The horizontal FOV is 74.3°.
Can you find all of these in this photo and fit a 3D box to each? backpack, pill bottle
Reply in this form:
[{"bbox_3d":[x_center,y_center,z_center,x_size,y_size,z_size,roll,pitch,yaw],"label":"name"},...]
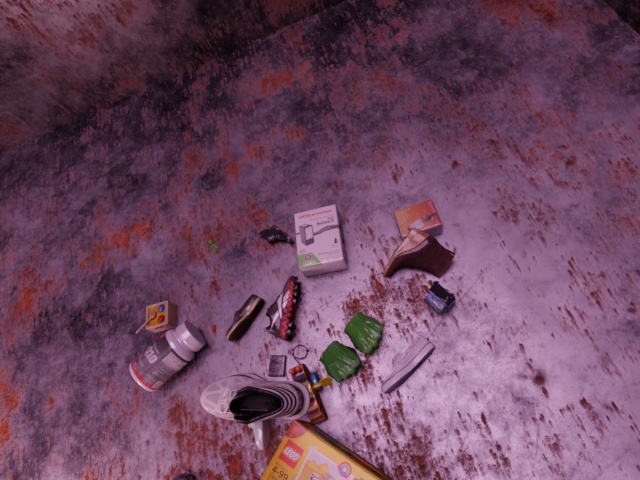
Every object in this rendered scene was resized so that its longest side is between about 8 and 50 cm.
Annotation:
[{"bbox_3d":[0.455,0.227,1.614,0.084,0.114,0.105,-44,59,-6],"label":"backpack"},{"bbox_3d":[-0.640,0.481,1.782,0.283,0.161,0.161,-41,61,-6],"label":"pill bottle"}]

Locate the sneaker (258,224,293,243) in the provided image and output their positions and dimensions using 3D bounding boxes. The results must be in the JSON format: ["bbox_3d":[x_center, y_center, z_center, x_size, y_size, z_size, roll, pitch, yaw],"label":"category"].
[{"bbox_3d":[-0.208,-0.012,1.960,0.170,0.051,0.089,36,79,32],"label":"sneaker"}]

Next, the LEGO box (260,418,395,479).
[{"bbox_3d":[0.046,0.891,1.368,0.499,0.193,0.373,24,74,25],"label":"LEGO box"}]

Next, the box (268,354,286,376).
[{"bbox_3d":[-0.175,0.508,1.715,0.067,0.018,0.084,-5,64,14],"label":"box"}]

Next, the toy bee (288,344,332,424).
[{"bbox_3d":[-0.073,0.538,1.592,0.195,0.162,0.298,-44,62,-5],"label":"toy bee"}]

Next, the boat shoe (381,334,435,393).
[{"bbox_3d":[0.309,0.457,1.568,0.258,0.095,0.084,-37,56,-16],"label":"boat shoe"}]

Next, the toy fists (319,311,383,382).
[{"bbox_3d":[0.131,0.418,1.630,0.279,0.096,0.142,-47,52,-7],"label":"toy fists"}]

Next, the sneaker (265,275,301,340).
[{"bbox_3d":[-0.160,0.277,1.777,0.134,0.098,0.276,4,68,15],"label":"sneaker"}]

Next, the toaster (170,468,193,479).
[{"bbox_3d":[-0.533,0.965,1.541,0.226,0.129,0.147,-33,65,-4],"label":"toaster"}]

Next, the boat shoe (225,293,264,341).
[{"bbox_3d":[-0.334,0.329,1.819,0.073,0.080,0.224,28,70,31],"label":"boat shoe"}]

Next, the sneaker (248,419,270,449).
[{"bbox_3d":[-0.283,0.685,1.618,0.150,0.094,0.256,-19,52,1],"label":"sneaker"}]

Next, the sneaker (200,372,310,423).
[{"bbox_3d":[-0.285,0.542,1.472,0.446,0.257,0.169,-9,67,24],"label":"sneaker"}]

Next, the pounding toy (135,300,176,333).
[{"bbox_3d":[-0.741,0.353,1.907,0.141,0.100,0.130,-15,61,8],"label":"pounding toy"}]

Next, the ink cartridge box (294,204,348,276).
[{"bbox_3d":[0.000,0.000,1.854,0.198,0.115,0.273,-13,62,10],"label":"ink cartridge box"}]

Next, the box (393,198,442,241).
[{"bbox_3d":[0.413,-0.077,1.786,0.170,0.091,0.130,-19,61,7],"label":"box"}]

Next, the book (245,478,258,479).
[{"bbox_3d":[-0.293,0.933,1.541,0.144,0.035,0.097,-13,67,9],"label":"book"}]

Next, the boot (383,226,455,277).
[{"bbox_3d":[0.394,0.093,1.707,0.206,0.090,0.249,36,107,7],"label":"boot"}]

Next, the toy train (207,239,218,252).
[{"bbox_3d":[-0.520,0.027,2.049,0.023,0.017,0.083,-36,60,-15],"label":"toy train"}]
